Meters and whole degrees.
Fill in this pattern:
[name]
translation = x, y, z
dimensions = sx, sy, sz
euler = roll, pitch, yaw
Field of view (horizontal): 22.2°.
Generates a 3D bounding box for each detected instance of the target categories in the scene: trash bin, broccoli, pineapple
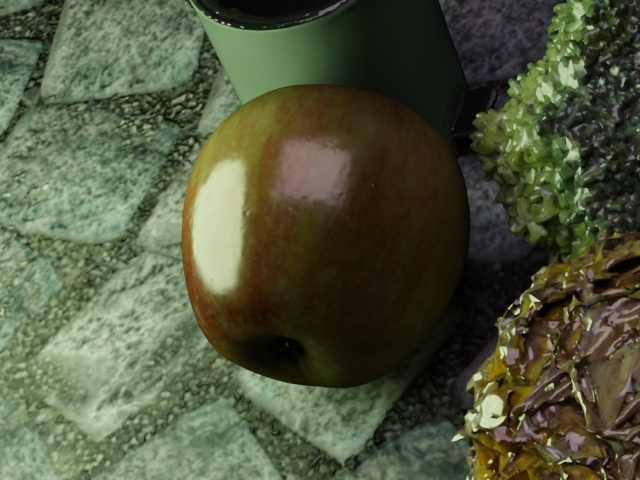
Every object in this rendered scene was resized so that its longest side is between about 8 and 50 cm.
[trash bin]
translation = 0.014, -0.192, 1.559
dimensions = 0.277, 0.262, 0.217
euler = 6, 56, 25
[broccoli]
translation = 0.260, -0.082, 1.381
dimensions = 0.260, 0.235, 0.288
euler = 19, 68, 40
[pineapple]
translation = 0.266, 0.166, 1.165
dimensions = 0.352, 0.300, 0.352
euler = -11, 56, 17

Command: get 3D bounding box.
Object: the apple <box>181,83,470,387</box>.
[apple]
translation = 0.000, 0.000, 1.420
dimensions = 0.257, 0.257, 0.234
euler = 5, 58, 24
